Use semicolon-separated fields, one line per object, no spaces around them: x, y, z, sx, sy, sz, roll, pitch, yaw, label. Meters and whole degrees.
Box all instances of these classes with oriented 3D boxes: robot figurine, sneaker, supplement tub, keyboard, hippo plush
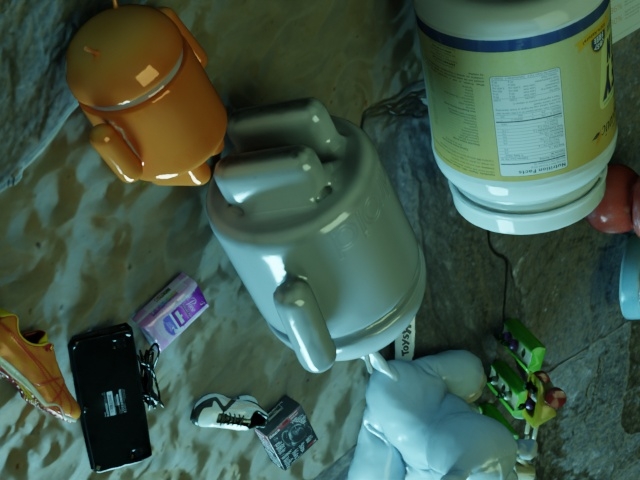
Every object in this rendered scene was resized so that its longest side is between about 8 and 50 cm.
0.000;0.000;1.755;0.353;0.200;0.300;62;32;-44;robot figurine
-0.298;0.137;1.654;0.067;0.064;0.175;-55;141;-20;sneaker
0.237;-0.188;1.859;0.228;0.228;0.316;-33;131;-27;supplement tub
-0.109;0.210;1.887;0.109;0.044;0.040;-1;115;-41;sneaker
-0.228;0.173;1.771;0.100;0.038;0.192;-11;123;-13;keyboard
0.185;0.252;2.045;0.234;0.236;0.294;-23;127;-33;hippo plush
-0.175;-0.148;1.566;0.158;0.128;0.219;-37;135;-8;robot figurine

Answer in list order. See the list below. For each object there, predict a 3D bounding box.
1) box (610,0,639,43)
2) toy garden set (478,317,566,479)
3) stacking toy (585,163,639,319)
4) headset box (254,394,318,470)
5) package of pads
0.343;-0.339;1.978;0.130;0.091;0.170;-31;130;-28;box
0.256;0.254;2.159;0.049;0.204;0.244;9;107;-18;toy garden set
0.486;-0.046;2.305;0.279;0.130;0.309;-65;148;-35;stacking toy
-0.045;0.241;1.972;0.062;0.032;0.083;-43;134;-19;headset box
-0.169;0.082;1.766;0.083;0.032;0.050;-43;138;-17;package of pads
